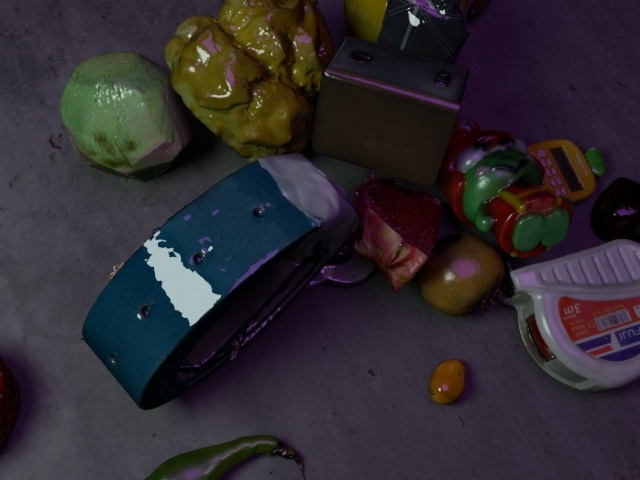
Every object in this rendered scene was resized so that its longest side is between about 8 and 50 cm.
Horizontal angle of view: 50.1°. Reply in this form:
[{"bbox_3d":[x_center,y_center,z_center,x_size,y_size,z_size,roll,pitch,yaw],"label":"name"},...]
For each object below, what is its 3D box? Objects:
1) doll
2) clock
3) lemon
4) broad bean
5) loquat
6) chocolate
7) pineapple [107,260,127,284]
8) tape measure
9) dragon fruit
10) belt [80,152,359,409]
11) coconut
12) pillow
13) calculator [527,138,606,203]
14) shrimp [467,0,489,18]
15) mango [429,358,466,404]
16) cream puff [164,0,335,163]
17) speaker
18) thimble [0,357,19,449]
[{"bbox_3d":[0.313,-0.110,1.254,0.182,0.160,0.363,-15,46,-9],"label":"doll"},{"bbox_3d":[0.000,0.000,1.220,0.198,0.064,0.172,-3,66,-11],"label":"clock"},{"bbox_3d":[0.156,-0.472,1.371,0.219,0.240,0.240,37,65,25],"label":"lemon"},{"bbox_3d":[-0.180,0.361,1.027,0.318,0.056,0.098,-10,66,-15],"label":"broad bean"},{"bbox_3d":[0.242,0.058,1.185,0.163,0.137,0.163,6,48,-7],"label":"loquat"},{"bbox_3d":[0.608,-0.068,1.331,0.148,0.080,0.125,-1,66,-7],"label":"chocolate"},{"bbox_3d":[-0.332,0.057,1.169,0.083,0.019,0.045,-30,75,-17],"label":"pineapple"},{"bbox_3d":[0.469,0.127,1.194,0.258,0.130,0.265,-15,73,-11],"label":"tape measure"},{"bbox_3d":[0.109,-0.023,1.176,0.161,0.126,0.274,36,27,-3],"label":"dragon fruit"},{"bbox_3d":[-0.142,0.057,1.029,0.173,0.300,0.436,42,83,12],"label":"belt"},{"bbox_3d":[-0.336,-0.206,1.195,0.235,0.236,0.205,4,33,-6],"label":"coconut"},{"bbox_3d":[0.159,-0.324,1.258,0.161,0.335,0.093,23,41,0],"label":"pillow"},{"bbox_3d":[0.463,-0.133,1.367,0.234,0.032,0.146,-13,68,-13],"label":"calculator"},{"bbox_3d":[0.305,-0.555,1.536,0.173,0.058,0.253,17,62,-9],"label":"shrimp"},{"bbox_3d":[0.217,0.235,1.151,0.060,0.046,0.089,38,53,8],"label":"mango"},{"bbox_3d":[-0.093,-0.309,1.198,0.257,0.324,0.291,-43,81,19],"label":"cream puff"},{"bbox_3d":[0.118,-0.227,1.185,0.230,0.193,0.153,17,42,7],"label":"speaker"},{"bbox_3d":[-0.534,0.239,0.996,0.163,0.125,0.190,0,65,-11],"label":"thimble"}]
